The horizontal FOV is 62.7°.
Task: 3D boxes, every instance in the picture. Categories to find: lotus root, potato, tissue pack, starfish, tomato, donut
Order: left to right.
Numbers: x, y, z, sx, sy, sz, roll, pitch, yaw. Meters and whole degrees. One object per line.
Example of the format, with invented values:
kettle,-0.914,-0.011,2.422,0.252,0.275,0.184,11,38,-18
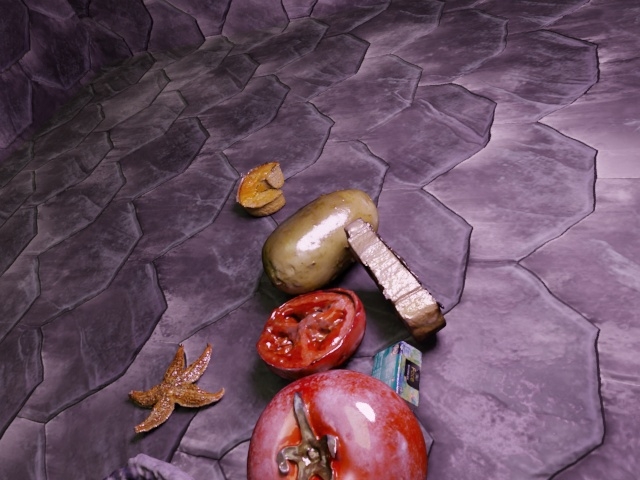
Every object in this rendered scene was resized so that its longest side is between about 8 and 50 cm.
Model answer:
starfish,-0.308,0.314,1.129,0.241,0.043,0.227,-1,47,22
donut,-0.168,-0.139,1.508,0.146,0.078,0.181,-20,47,8
tomato,-0.010,0.197,1.060,0.228,0.101,0.227,-17,33,12
potato,0.000,0.000,1.194,0.308,0.173,0.210,-35,10,-10
tomato,0.032,0.332,0.796,0.271,0.227,0.270,-14,60,25
lotus root,0.148,0.087,1.040,0.075,0.170,0.260,-36,51,-1
tissue pack,0.141,0.255,0.941,0.085,0.079,0.111,-40,24,42

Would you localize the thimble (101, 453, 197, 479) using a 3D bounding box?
thimble,-0.221,0.432,0.723,0.217,0.157,0.245,-33,41,-10
